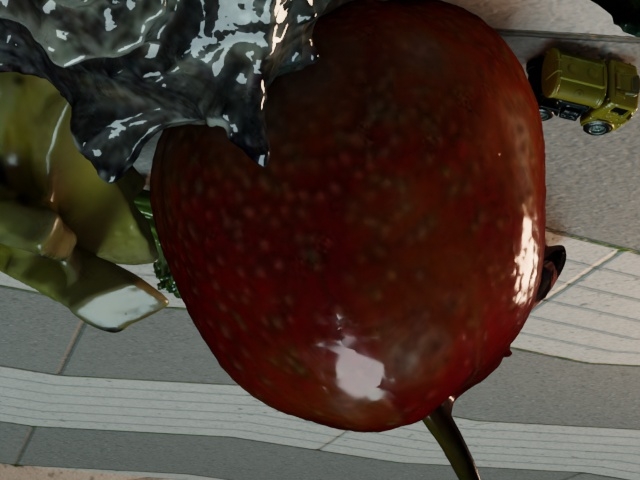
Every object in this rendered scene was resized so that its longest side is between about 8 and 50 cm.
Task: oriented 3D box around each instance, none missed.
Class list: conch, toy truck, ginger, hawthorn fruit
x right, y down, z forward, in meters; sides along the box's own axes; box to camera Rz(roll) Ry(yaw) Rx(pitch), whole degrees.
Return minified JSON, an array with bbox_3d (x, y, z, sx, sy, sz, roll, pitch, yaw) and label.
[{"bbox_3d":[-0.124,-0.160,0.871,0.240,0.186,0.313,40,154,-29],"label":"conch"},{"bbox_3d":[0.203,-0.116,1.126,0.083,0.049,0.054,11,158,-19],"label":"toy truck"},{"bbox_3d":[-0.313,-0.054,1.144,0.413,0.211,0.358,8,158,-14],"label":"ginger"},{"bbox_3d":[0.042,0.011,1.035,0.284,0.369,0.285,-21,173,-2],"label":"hawthorn fruit"}]

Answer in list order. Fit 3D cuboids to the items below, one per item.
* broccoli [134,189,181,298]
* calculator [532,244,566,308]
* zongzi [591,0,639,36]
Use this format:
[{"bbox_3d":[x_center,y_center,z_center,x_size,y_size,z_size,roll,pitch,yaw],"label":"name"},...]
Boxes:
[{"bbox_3d":[-0.170,-0.023,1.402,0.204,0.122,0.118,24,140,-17],"label":"broccoli"},{"bbox_3d":[0.129,0.060,1.440,0.220,0.048,0.329,-18,-175,25],"label":"calculator"},{"bbox_3d":[0.383,-0.157,0.827,0.383,0.362,0.319,48,150,-7],"label":"zongzi"}]
